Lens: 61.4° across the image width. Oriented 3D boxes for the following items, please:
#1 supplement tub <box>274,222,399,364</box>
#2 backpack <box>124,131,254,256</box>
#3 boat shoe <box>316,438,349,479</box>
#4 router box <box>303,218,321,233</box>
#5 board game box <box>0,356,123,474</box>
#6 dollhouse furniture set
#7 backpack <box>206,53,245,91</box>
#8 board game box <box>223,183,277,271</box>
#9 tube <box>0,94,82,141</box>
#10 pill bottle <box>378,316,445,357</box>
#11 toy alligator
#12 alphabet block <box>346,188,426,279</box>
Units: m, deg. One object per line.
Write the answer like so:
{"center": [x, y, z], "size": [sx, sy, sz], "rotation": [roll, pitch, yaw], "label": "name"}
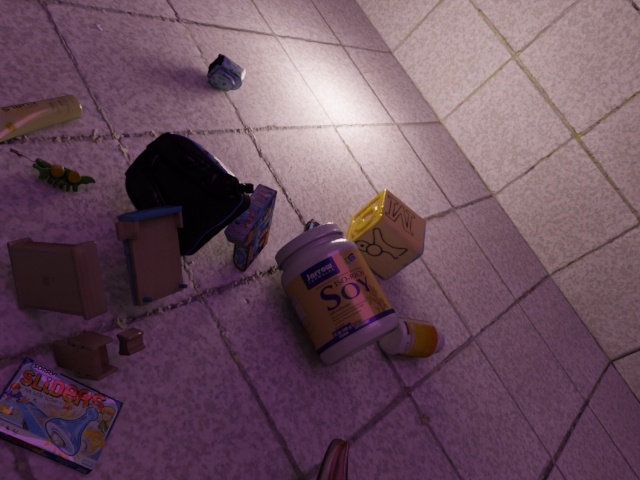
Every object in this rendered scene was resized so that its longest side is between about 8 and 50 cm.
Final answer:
{"center": [0.039, 0.144, 1.478], "size": [0.241, 0.241, 0.331], "rotation": [-12, 68, -49], "label": "supplement tub"}
{"center": [-0.331, -0.123, 1.328], "size": [0.263, 0.276, 0.213], "rotation": [50, -1, -2], "label": "backpack"}
{"center": [0.037, 0.587, 1.123], "size": [0.116, 0.123, 0.325], "rotation": [9, 73, 1], "label": "boat shoe"}
{"center": [0.000, 0.000, 1.728], "size": [0.122, 0.038, 0.092], "rotation": [36, 40, -17], "label": "router box"}
{"center": [-0.481, 0.318, 0.980], "size": [0.201, 0.035, 0.136], "rotation": [33, 40, -20], "label": "board game box"}
{"center": [-0.430, 0.085, 1.130], "size": [0.303, 0.198, 0.287], "rotation": [-25, 114, -58], "label": "dollhouse furniture set"}
{"center": [-0.322, -0.562, 1.843], "size": [0.114, 0.105, 0.084], "rotation": [23, 67, -31], "label": "backpack"}
{"center": [-0.195, -0.022, 1.450], "size": [0.060, 0.194, 0.194], "rotation": [23, 37, 10], "label": "board game box"}
{"center": [-0.689, -0.295, 1.285], "size": [0.070, 0.062, 0.240], "rotation": [18, 33, 29], "label": "tube"}
{"center": [0.291, 0.306, 1.690], "size": [0.214, 0.117, 0.117], "rotation": [14, 49, -37], "label": "pill bottle"}
{"center": [-0.619, -0.152, 1.238], "size": [0.189, 0.056, 0.051], "rotation": [21, 86, -32], "label": "toy alligator"}
{"center": [0.224, -0.020, 1.846], "size": [0.197, 0.192, 0.193], "rotation": [37, 37, -17], "label": "alphabet block"}
